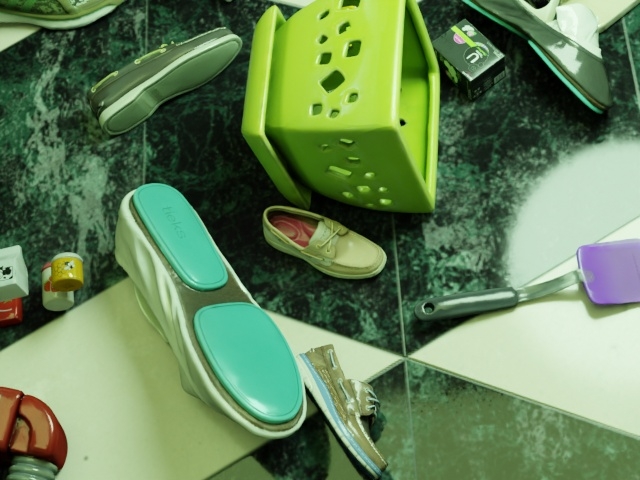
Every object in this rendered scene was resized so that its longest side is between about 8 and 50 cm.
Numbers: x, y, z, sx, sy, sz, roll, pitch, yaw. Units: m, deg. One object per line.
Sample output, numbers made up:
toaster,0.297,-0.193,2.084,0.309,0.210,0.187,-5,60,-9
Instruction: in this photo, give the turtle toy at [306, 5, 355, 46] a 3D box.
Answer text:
turtle toy,0.004,-0.270,1.681,0.130,0.066,0.095,-10,60,7

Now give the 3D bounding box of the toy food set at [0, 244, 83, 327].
toy food set,-0.411,0.040,1.578,0.232,0.111,0.104,-13,62,7

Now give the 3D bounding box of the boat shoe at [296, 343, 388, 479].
boat shoe,0.034,0.194,1.440,0.066,0.066,0.183,-32,62,-7

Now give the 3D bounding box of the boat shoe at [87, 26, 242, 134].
boat shoe,-0.218,-0.235,1.698,0.228,0.081,0.068,-32,66,-3

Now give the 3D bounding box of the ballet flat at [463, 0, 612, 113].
ballet flat,0.296,-0.284,1.605,0.280,0.095,0.096,46,110,26

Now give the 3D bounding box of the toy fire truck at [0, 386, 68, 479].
toy fire truck,-0.338,0.288,1.431,0.246,0.158,0.217,10,65,3

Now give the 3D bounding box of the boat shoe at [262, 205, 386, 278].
boat shoe,0.000,0.000,1.548,0.170,0.059,0.063,17,68,19

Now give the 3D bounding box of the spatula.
spatula,0.259,0.060,1.484,0.296,0.030,0.084,-13,64,4

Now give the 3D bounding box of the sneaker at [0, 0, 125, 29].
sneaker,-0.446,-0.408,1.772,0.410,0.182,0.158,-7,64,5

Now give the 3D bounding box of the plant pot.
plant pot,0.028,-0.172,1.544,0.207,0.228,0.227,-4,63,17

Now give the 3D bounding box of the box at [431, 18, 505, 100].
box,0.197,-0.241,1.637,0.062,0.052,0.083,-38,64,-9

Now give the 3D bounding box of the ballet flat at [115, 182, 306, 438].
ballet flat,-0.143,0.104,1.493,0.139,0.139,0.400,-31,59,-5

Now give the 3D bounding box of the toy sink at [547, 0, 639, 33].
toy sink,0.342,-0.419,1.654,0.153,0.131,0.234,-38,63,-9
